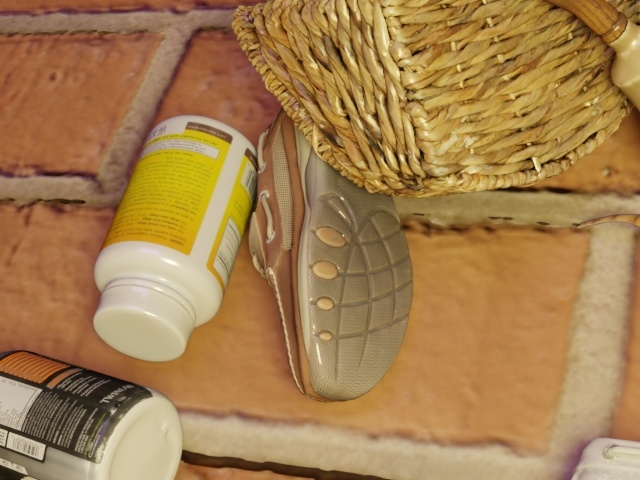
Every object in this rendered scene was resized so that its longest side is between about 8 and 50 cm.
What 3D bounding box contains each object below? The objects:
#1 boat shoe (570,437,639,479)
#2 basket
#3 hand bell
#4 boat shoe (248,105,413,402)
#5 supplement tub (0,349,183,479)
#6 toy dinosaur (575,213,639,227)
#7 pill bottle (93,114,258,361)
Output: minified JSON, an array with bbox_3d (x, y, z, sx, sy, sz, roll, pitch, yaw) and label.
[{"bbox_3d":[0.337,0.171,0.736,0.367,0.136,0.156,-2,47,31],"label":"boat shoe"},{"bbox_3d":[0.116,-0.154,1.018,0.299,0.213,0.223,-27,16,-33],"label":"basket"},{"bbox_3d":[0.223,-0.172,0.914,0.126,0.242,0.126,-49,20,25],"label":"hand bell"},{"bbox_3d":[0.000,0.000,1.019,0.116,0.123,0.324,-34,43,39],"label":"boat shoe"},{"bbox_3d":[-0.219,0.157,0.949,0.190,0.117,0.117,12,57,29],"label":"supplement tub"},{"bbox_3d":[0.301,0.013,0.915,0.112,0.064,0.211,-27,47,-2],"label":"toy dinosaur"},{"bbox_3d":[-0.132,-0.002,1.051,0.117,0.117,0.215,0,51,20],"label":"pill bottle"}]
